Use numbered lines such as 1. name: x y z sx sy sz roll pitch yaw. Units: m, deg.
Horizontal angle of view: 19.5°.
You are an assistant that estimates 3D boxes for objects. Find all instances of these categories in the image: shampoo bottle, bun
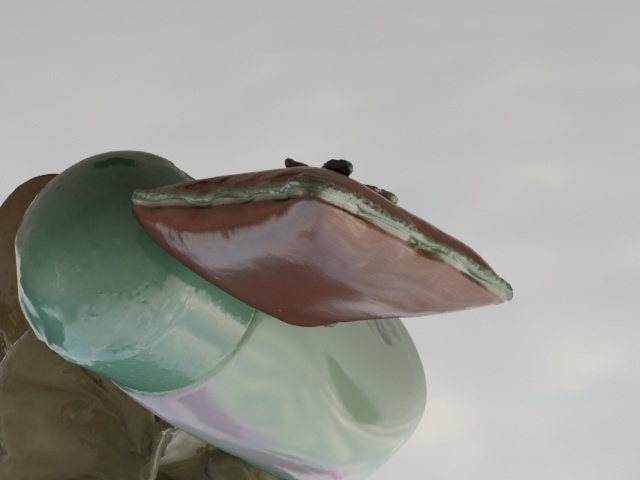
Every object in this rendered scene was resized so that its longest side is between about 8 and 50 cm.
1. shampoo bottle: -0.073 0.052 1.293 0.151 0.349 0.222 -41 -126 11
2. bun: -0.143 0.214 1.579 0.359 0.360 0.211 -21 178 -21

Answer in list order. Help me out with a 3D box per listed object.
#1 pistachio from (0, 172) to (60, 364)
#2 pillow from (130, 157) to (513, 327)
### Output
1. pistachio: -0.264 0.063 1.958 0.212 0.260 0.163 -31 -176 5
2. pillow: 0.000 0.000 1.096 0.179 0.171 0.075 -6 -119 49
